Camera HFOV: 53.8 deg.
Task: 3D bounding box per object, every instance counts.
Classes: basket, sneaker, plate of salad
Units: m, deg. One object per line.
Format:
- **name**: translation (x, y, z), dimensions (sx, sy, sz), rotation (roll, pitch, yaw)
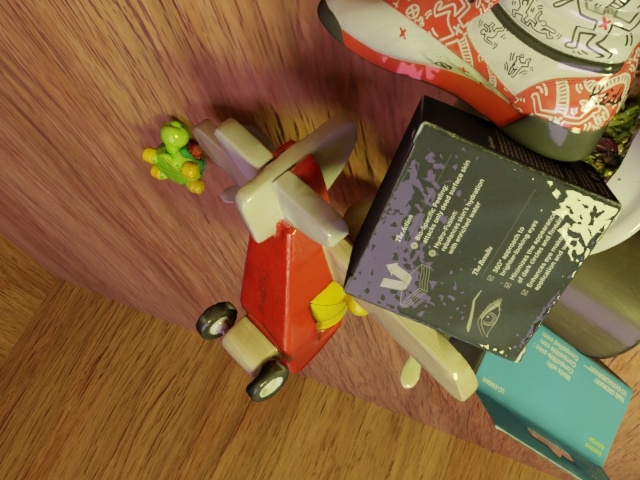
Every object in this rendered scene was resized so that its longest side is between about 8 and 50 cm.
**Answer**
- **basket**: translation (0.229, -0.002, 0.677), dimensions (0.227, 0.154, 0.204), rotation (32, -169, -2)
- **sneaker**: translation (0.119, -0.187, 0.483), dimensions (0.270, 0.090, 0.145), rotation (38, 135, 26)
- **plate of salad**: translation (0.204, -0.072, 0.549), dimensions (0.200, 0.048, 0.200), rotation (7, 113, 16)

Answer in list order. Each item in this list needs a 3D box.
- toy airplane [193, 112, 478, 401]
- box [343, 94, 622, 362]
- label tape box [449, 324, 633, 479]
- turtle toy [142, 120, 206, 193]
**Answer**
- **toy airplane**: translation (0.000, 0.000, 0.776), dimensions (0.384, 0.272, 0.386), rotation (-6, 108, 56)
- **box**: translation (0.122, -0.010, 0.513), dimensions (0.158, 0.093, 0.156), rotation (23, 118, -2)
- **label tape box**: translation (0.267, 0.147, 0.812), dimensions (0.241, 0.106, 0.333), rotation (34, -168, -21)
- **turtle toy**: translation (-0.221, -0.133, 0.983), dimensions (0.095, 0.066, 0.130), rotation (22, 157, 10)
